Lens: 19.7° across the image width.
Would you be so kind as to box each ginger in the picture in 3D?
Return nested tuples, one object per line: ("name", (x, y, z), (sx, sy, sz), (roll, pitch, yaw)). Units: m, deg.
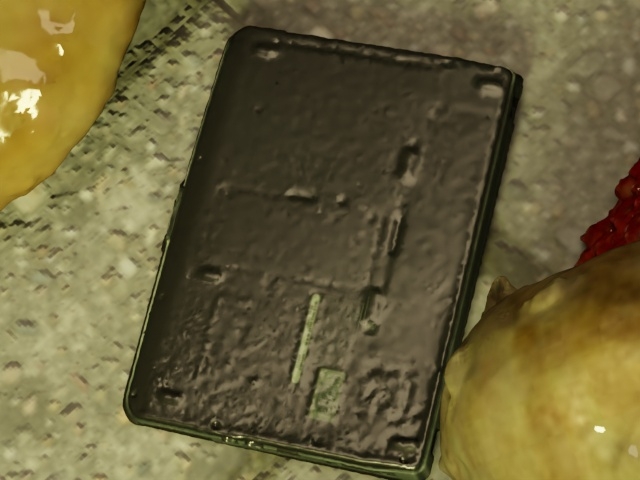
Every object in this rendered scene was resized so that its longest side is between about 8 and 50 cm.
("ginger", (0.172, 0.146, 0.697), (0.244, 0.155, 0.304), (-13, 80, 22))

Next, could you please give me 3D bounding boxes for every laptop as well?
("laptop", (0.000, 0.000, 0.865), (0.154, 0.026, 0.207), (11, 72, 13))

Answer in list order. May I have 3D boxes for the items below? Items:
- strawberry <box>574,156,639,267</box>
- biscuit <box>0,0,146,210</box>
("strawberry", (0.220, -0.044, 0.802), (0.175, 0.107, 0.236), (23, 75, 17))
("biscuit", (-0.274, -0.202, 0.870), (0.429, 0.104, 0.446), (15, 95, 6))
